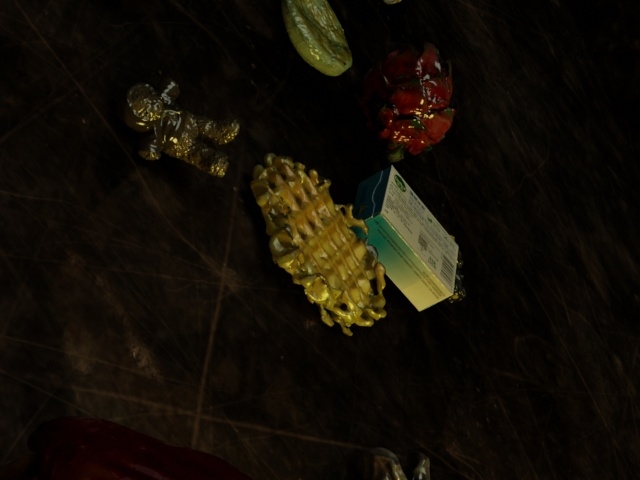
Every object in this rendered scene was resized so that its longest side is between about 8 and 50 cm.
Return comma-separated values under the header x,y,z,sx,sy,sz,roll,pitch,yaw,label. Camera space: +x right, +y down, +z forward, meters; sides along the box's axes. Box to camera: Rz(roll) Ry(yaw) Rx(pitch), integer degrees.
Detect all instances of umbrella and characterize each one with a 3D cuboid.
x,y,z,sx,sy,sz,roll,pitch,yaw,label
0.229,0.045,2.137,0.037,0.040,0.144,32,36,-29,umbrella

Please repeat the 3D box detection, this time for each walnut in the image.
x,y,z,sx,sy,sz,roll,pitch,yaw,label
-0.178,0.259,1.084,0.269,0.222,0.244,39,2,-22,walnut

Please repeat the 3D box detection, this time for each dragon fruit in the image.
x,y,z,sx,sy,sz,roll,pitch,yaw,label
0.151,-0.246,2.144,0.182,0.182,0.188,31,28,-43,dragon fruit

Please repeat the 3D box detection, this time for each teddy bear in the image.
x,y,z,sx,sy,sz,roll,pitch,yaw,label
-0.190,-0.144,1.579,0.160,0.078,0.119,27,62,-22,teddy bear

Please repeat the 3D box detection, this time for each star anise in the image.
x,y,z,sx,sy,sz,roll,pitch,yaw,label
0.136,0.384,1.581,0.212,0.129,0.283,29,34,-20,star anise

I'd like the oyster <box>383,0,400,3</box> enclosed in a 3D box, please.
x,y,z,sx,sy,sz,roll,pitch,yaw,label
0.137,-0.517,2.544,0.081,0.038,0.083,37,57,6,oyster

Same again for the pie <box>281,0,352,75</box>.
x,y,z,sx,sy,sz,roll,pitch,yaw,label
-0.008,-0.364,2.123,0.187,0.041,0.187,41,33,-33,pie

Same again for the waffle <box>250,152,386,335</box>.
x,y,z,sx,sy,sz,roll,pitch,yaw,label
0.003,-0.001,1.773,0.280,0.060,0.262,28,41,-46,waffle

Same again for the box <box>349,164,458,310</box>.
x,y,z,sx,sy,sz,roll,pitch,yaw,label
0.136,-0.004,1.987,0.194,0.073,0.139,48,30,-22,box
